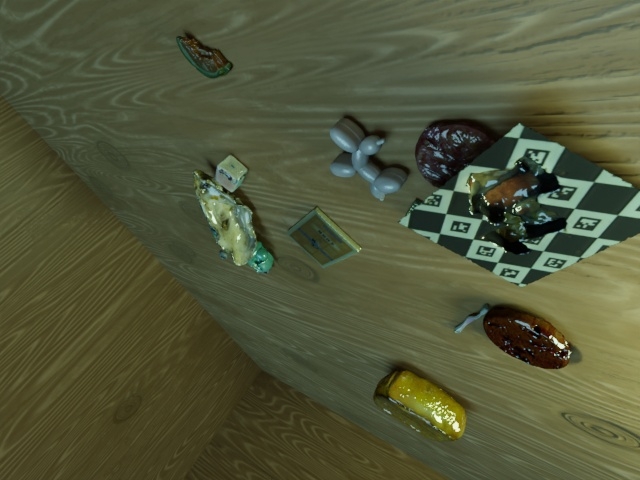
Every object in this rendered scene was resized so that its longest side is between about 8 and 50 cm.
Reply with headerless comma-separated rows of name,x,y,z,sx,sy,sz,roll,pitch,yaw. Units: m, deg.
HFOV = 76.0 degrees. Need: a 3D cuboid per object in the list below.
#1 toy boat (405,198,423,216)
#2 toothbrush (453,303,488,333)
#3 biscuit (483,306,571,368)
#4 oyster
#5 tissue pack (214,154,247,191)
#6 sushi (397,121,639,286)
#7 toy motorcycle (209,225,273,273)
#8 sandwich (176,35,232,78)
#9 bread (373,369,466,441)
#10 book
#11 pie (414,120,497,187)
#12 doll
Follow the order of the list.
toy boat,0.234,-0.037,0.849,0.115,0.016,0.063,34,154,8
toothbrush,0.380,0.205,1.042,0.017,0.022,0.204,21,151,7
biscuit,0.467,0.222,0.935,0.192,0.049,0.192,36,155,20
oyster,-0.307,-0.083,1.328,0.341,0.166,0.110,51,-170,-22
tissue pack,-0.257,-0.189,1.173,0.074,0.059,0.094,39,154,-6
sushi,0.323,-0.050,0.656,0.292,0.059,0.294,25,147,-12
toy motorcycle,-0.275,0.036,1.491,0.296,0.109,0.198,42,157,-24
sandwich,-0.248,-0.388,0.882,0.135,0.029,0.067,32,154,11
bread,0.377,0.636,1.593,0.336,0.148,0.328,29,156,15
book,0.000,0.001,1.198,0.170,0.018,0.241,43,153,-8
pie,0.227,-0.135,0.682,0.154,0.036,0.155,29,151,18
doll,0.093,-0.148,0.804,0.160,0.059,0.161,29,151,20
